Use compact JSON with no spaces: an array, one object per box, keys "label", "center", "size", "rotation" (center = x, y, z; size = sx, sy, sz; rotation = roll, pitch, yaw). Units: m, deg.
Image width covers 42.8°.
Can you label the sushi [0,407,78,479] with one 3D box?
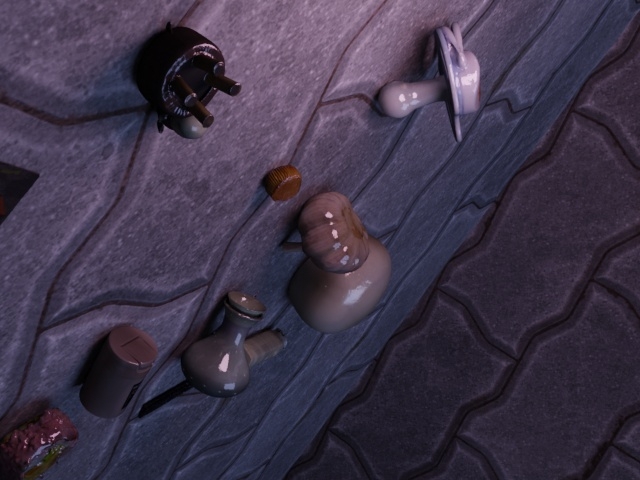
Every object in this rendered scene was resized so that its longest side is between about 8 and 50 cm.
[{"label":"sushi","center":[-0.592,0.436,1.689],"size":[0.161,0.107,0.241],"rotation":[-31,163,-39]}]

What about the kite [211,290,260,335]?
[{"label":"kite","center":[-0.232,0.229,2.204],"size":[0.189,0.009,0.232],"rotation":[-19,147,-54]}]

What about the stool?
[{"label":"stool","center":[-0.197,-0.221,1.217],"size":[0.125,0.121,0.217],"rotation":[-37,154,-32]}]

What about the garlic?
[{"label":"garlic","center":[0.000,0.000,2.021],"size":[0.212,0.218,0.218],"rotation":[-24,172,26]}]

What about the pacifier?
[{"label":"pacifier","center":[0.244,-0.351,1.863],"size":[0.233,0.244,0.299],"rotation":[-16,156,4]}]

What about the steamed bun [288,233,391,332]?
[{"label":"steamed bun","center":[0.072,0.129,2.366],"size":[0.324,0.206,0.324],"rotation":[-40,161,-17]}]

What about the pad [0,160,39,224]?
[{"label":"pad","center":[-0.495,-0.026,1.131],"size":[0.211,0.003,0.143],"rotation":[-50,161,7]}]

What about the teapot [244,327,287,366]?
[{"label":"teapot","center":[-0.186,0.328,2.404],"size":[0.200,0.077,0.107],"rotation":[-17,148,-56]}]

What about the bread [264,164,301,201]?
[{"label":"bread","center":[-0.083,-0.127,1.751],"size":[0.085,0.053,0.085],"rotation":[-29,152,-17]}]

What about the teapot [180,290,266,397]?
[{"label":"teapot","center":[-0.234,0.258,2.040],"size":[0.183,0.183,0.251],"rotation":[-3,120,-64]}]

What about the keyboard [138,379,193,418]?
[{"label":"keyboard","center":[-0.407,0.421,2.201],"size":[0.195,0.018,0.060],"rotation":[-26,155,-46]}]

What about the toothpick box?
[{"label":"toothpick box","center":[-0.427,0.278,1.723],"size":[0.111,0.111,0.181],"rotation":[-18,147,-56]}]
